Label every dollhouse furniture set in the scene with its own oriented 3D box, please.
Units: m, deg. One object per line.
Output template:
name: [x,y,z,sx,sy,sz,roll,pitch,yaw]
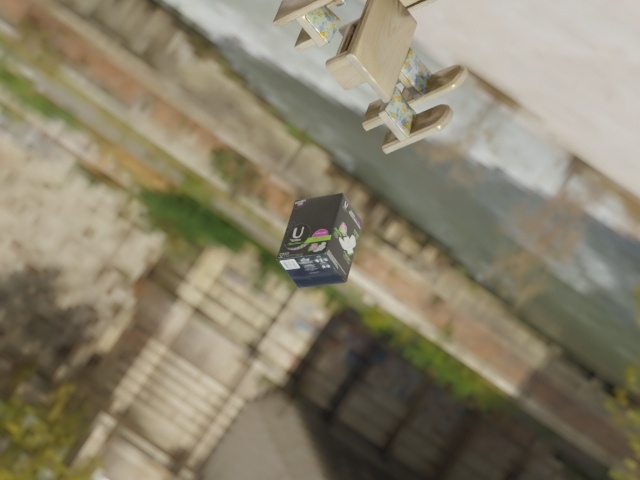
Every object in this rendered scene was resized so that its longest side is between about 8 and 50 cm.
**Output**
dollhouse furniture set: [0.100,-0.265,2.133,0.161,0.242,0.212,-21,123,35]

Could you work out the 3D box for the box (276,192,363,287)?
box: [0.000,0.000,1.990,0.062,0.083,0.052,-7,137,29]
